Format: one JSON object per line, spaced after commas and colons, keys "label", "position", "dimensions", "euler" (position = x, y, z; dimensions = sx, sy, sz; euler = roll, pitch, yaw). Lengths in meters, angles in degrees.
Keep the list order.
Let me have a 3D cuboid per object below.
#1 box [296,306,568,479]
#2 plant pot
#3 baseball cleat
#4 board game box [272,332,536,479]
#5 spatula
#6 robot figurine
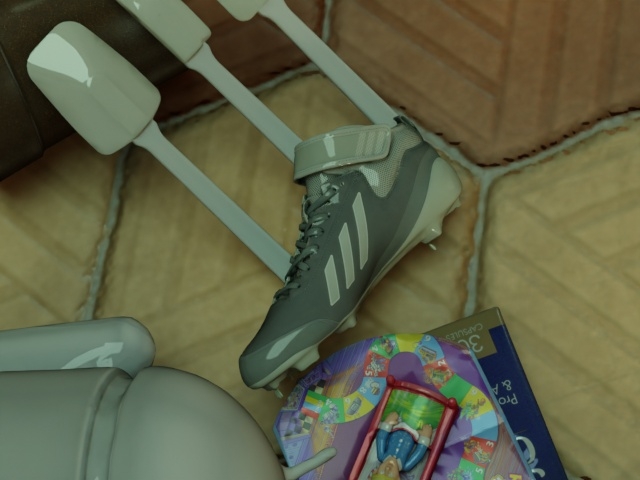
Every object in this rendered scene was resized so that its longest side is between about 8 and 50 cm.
{"label": "box", "position": [0.085, 0.165, 0.944], "dimensions": [0.136, 0.036, 0.225], "euler": [-20, 69, 0]}
{"label": "plant pot", "position": [-0.181, -0.142, 1.041], "dimensions": [0.165, 0.167, 0.167], "euler": [-27, 68, -12]}
{"label": "baseball cleat", "position": [0.000, 0.000, 0.978], "dimensions": [0.109, 0.072, 0.206], "euler": [50, 59, -8]}
{"label": "board game box", "position": [0.050, 0.130, 0.924], "dimensions": [0.133, 0.033, 0.168], "euler": [-24, 67, -1]}
{"label": "spatula", "position": [-0.050, -0.085, 1.004], "dimensions": [0.242, 0.019, 0.168], "euler": [45, 78, -17]}
{"label": "robot figurine", "position": [-0.168, 0.174, 0.884], "dimensions": [0.353, 0.200, 0.300], "euler": [-3, 56, 6]}
